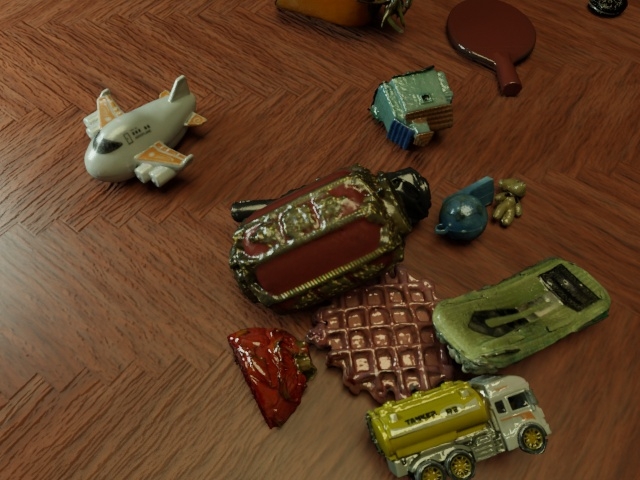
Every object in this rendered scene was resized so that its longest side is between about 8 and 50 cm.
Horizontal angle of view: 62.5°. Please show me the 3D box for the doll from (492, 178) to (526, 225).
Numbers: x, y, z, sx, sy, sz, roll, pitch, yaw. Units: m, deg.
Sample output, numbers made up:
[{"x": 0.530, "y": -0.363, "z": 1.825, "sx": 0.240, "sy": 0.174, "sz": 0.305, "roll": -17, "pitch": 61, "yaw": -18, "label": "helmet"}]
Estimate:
[{"x": 0.341, "y": -0.070, "z": 0.957, "sx": 0.061, "sy": 0.051, "sz": 0.093, "roll": 33, "pitch": 84, "yaw": -11, "label": "doll"}]

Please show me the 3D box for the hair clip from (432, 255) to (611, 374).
[{"x": 0.296, "y": 0.121, "z": 0.796, "sx": 0.321, "sy": 0.091, "sz": 0.138, "roll": -13, "pitch": 44, "yaw": -30, "label": "hair clip"}]

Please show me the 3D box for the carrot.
[{"x": 0.051, "y": -0.579, "z": 1.153, "sx": 0.331, "sy": 0.214, "sz": 0.193, "roll": 21, "pitch": 87, "yaw": 7, "label": "carrot"}]

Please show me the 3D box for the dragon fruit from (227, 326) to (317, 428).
[{"x": -0.065, "y": 0.176, "z": 0.774, "sx": 0.106, "sy": 0.083, "sz": 0.162, "roll": -22, "pitch": 60, "yaw": -17, "label": "dragon fruit"}]

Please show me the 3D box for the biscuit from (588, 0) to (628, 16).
[{"x": 0.691, "y": -0.571, "z": 1.267, "sx": 0.087, "sy": 0.027, "sz": 0.089, "roll": 24, "pitch": 62, "yaw": 11, "label": "biscuit"}]

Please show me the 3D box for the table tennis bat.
[{"x": 0.391, "y": -0.446, "z": 1.178, "sx": 0.200, "sy": 0.038, "sz": 0.310, "roll": -2, "pitch": 59, "yaw": -3, "label": "table tennis bat"}]

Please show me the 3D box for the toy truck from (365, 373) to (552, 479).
[{"x": 0.181, "y": 0.247, "z": 0.705, "sx": 0.227, "sy": 0.098, "sz": 0.114, "roll": -15, "pitch": 80, "yaw": -10, "label": "toy truck"}]

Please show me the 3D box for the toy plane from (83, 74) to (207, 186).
[{"x": -0.326, "y": -0.201, "z": 0.969, "sx": 0.245, "sy": 0.117, "sz": 0.244, "roll": 1, "pitch": 60, "yaw": -2, "label": "toy plane"}]

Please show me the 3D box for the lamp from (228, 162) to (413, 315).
[{"x": 0.000, "y": 0.000, "z": 0.798, "sx": 0.274, "sy": 0.177, "sz": 0.177, "roll": -26, "pitch": 60, "yaw": 11, "label": "lamp"}]

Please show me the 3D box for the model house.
[{"x": 0.187, "y": -0.233, "z": 1.012, "sx": 0.148, "sy": 0.119, "sz": 0.148, "roll": -12, "pitch": 70, "yaw": -10, "label": "model house"}]

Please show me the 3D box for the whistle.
[{"x": 0.261, "y": -0.048, "z": 0.911, "sx": 0.158, "sy": 0.090, "sz": 0.090, "roll": -27, "pitch": 63, "yaw": -17, "label": "whistle"}]

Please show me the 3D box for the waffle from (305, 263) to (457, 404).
[{"x": 0.108, "y": 0.140, "z": 0.811, "sx": 0.234, "sy": 0.055, "sz": 0.221, "roll": 38, "pitch": 66, "yaw": 18, "label": "waffle"}]

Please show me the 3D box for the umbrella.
[{"x": 0.019, "y": -0.061, "z": 0.901, "sx": 0.340, "sy": 0.118, "sz": 0.118, "roll": -3, "pitch": 59, "yaw": -4, "label": "umbrella"}]
